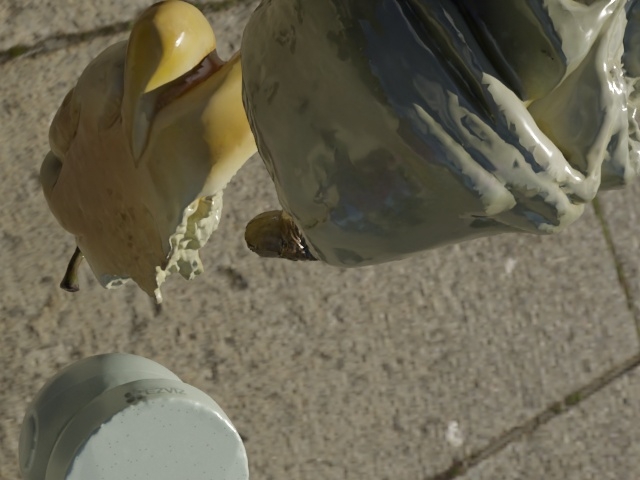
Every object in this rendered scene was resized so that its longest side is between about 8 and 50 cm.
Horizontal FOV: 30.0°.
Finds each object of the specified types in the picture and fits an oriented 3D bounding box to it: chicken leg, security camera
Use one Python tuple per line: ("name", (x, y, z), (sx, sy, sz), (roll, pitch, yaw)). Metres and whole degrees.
("chicken leg", (0.000, -0.003, 1.562), (0.197, 0.085, 0.069), (7, 88, 0))
("security camera", (-0.196, 0.203, 1.173), (0.194, 0.236, 0.195), (-7, 106, -27))

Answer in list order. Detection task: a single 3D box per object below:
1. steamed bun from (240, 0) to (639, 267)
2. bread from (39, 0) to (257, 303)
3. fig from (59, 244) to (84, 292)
("steamed bun", (0.086, -0.146, 0.704), (0.206, 0.275, 0.320), (77, 21, -50))
("bread", (-0.211, -0.104, 1.480), (0.245, 0.424, 0.329), (29, 61, -17))
("fig", (-0.342, -0.032, 1.992), (0.217, 0.217, 0.321), (50, 42, -17))
